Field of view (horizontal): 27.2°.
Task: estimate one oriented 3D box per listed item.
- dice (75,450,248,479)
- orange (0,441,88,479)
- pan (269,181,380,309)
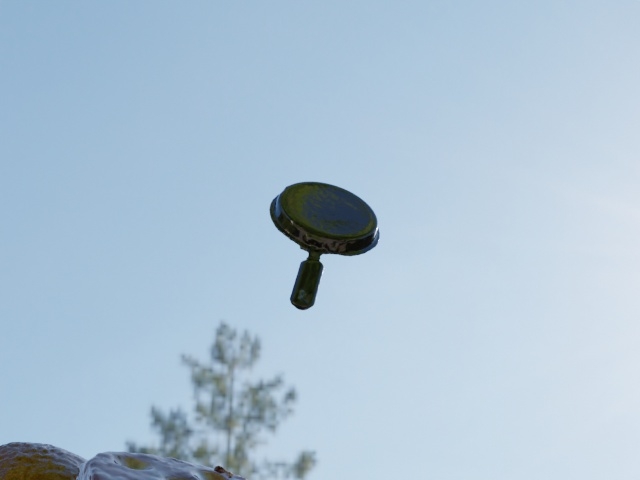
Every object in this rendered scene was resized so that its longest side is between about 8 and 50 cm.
[{"bbox_3d":[-0.143,0.299,1.188,0.175,0.174,0.179,14,6,-19],"label":"dice"},{"bbox_3d":[-0.365,0.444,1.671,0.322,0.357,0.322,-12,-31,-8],"label":"orange"},{"bbox_3d":[0.000,0.000,1.523,0.136,0.235,0.028,17,-54,-2],"label":"pan"}]
